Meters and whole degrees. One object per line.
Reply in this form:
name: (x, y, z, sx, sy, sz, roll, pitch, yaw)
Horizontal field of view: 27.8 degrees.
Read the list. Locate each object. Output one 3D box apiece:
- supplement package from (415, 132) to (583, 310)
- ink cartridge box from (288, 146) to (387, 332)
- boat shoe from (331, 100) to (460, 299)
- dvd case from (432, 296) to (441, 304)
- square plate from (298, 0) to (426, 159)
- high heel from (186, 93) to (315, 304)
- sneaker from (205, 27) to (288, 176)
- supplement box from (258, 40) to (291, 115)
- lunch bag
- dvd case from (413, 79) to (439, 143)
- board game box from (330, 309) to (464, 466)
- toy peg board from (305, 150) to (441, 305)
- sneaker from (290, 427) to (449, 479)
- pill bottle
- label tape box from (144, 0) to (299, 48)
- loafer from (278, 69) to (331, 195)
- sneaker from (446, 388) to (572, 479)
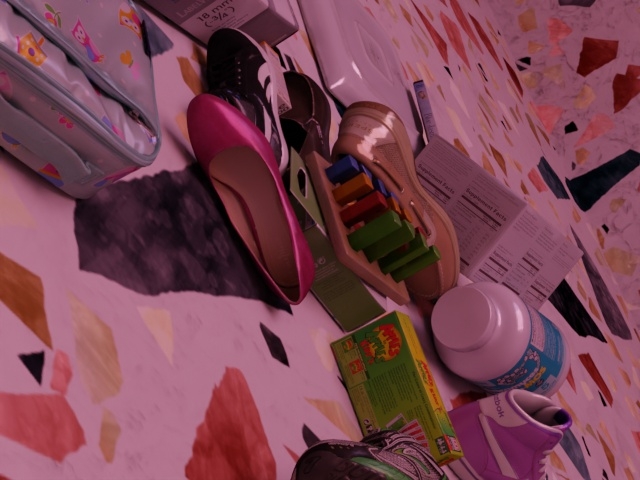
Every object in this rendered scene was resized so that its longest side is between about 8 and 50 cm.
supplement package: (0.255, -0.018, 2.020, 0.204, 0.145, 0.262, 42, 5, 34)
ink cartridge box: (0.000, 0.000, 1.578, 0.209, 0.062, 0.109, 51, 21, -26)
boat shoe: (0.094, -0.029, 1.787, 0.341, 0.122, 0.110, 61, 42, -35)
dvd case: (0.205, 0.099, 2.037, 0.119, 0.013, 0.087, 48, 23, -35)
square plate: (0.074, -0.314, 2.229, 0.344, 0.049, 0.347, 36, 31, -50)
high heel: (-0.078, -0.043, 1.417, 0.117, 0.082, 0.244, -101, 169, -64)
sneaker: (-0.105, -0.179, 1.533, 0.121, 0.079, 0.217, 28, 39, -60)
supplement box: (-0.079, -0.198, 1.655, 0.036, 0.062, 0.098, 41, 28, -48)
lunch bag: (-0.247, -0.171, 1.117, 0.279, 0.108, 0.224, 39, 29, -48)
dvd case: (0.210, -0.137, 2.280, 0.180, 0.022, 0.253, 69, 8, -48)
board game box: (0.087, 0.183, 1.499, 0.043, 0.092, 0.181, 27, 39, -61)
toy peg board: (0.072, -0.028, 1.583, 0.161, 0.079, 0.160, 37, 29, -50)
sneaker: (0.049, 0.255, 1.289, 0.146, 0.134, 0.343, 64, 9, 29)
pill bottle: (0.259, 0.148, 1.905, 0.264, 0.146, 0.146, 32, 34, -53)
label tape box: (-0.178, -0.387, 1.601, 0.334, 0.106, 0.240, 26, 39, -60)
loafer: (-0.032, -0.147, 1.672, 0.078, 0.080, 0.220, 42, 27, -45)
sneaker: (0.286, 0.302, 1.740, 0.282, 0.161, 0.102, 47, 22, -38)
